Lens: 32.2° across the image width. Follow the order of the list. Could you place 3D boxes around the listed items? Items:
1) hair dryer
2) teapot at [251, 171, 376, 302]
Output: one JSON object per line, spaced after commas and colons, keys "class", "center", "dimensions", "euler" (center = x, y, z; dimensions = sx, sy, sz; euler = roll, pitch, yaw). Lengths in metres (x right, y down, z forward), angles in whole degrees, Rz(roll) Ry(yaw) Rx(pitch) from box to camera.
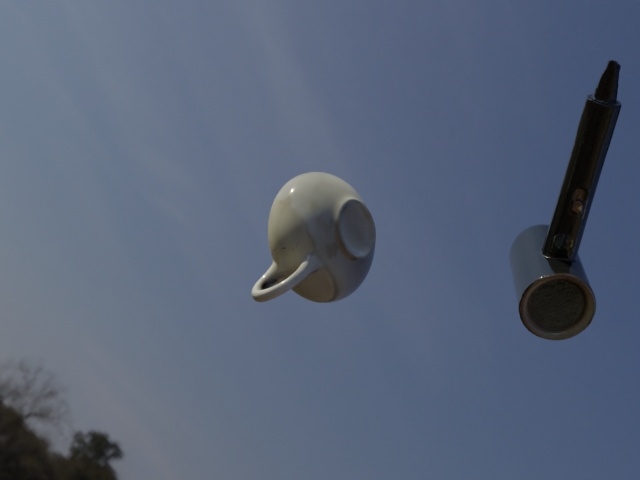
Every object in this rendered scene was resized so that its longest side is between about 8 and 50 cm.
{"class": "hair dryer", "center": [0.236, -0.047, 1.025], "dimensions": [0.070, 0.128, 0.255], "euler": [12, -68, -1]}
{"class": "teapot", "center": [0.000, 0.000, 1.212], "dimensions": [0.092, 0.226, 0.145], "euler": [-16, -71, 38]}
